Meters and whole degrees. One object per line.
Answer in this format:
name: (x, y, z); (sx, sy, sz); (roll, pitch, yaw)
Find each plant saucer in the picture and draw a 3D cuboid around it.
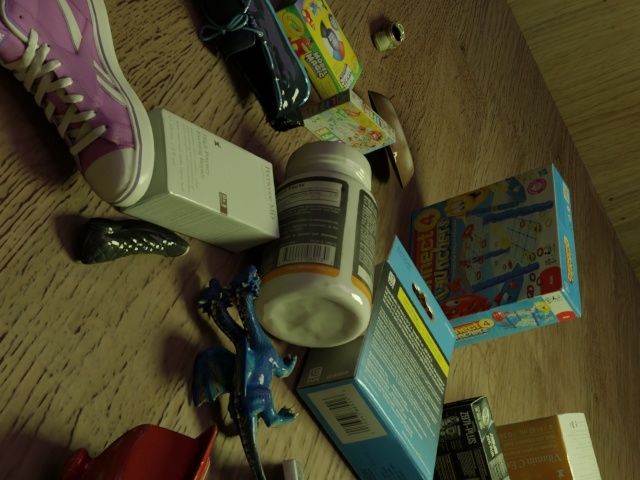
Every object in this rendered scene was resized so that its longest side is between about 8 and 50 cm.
plant saucer: (0.138, -0.195, 1.715); (0.198, 0.036, 0.198); (-19, 90, -88)

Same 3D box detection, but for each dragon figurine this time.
dragon figurine: (-0.099, 0.171, 1.106); (0.144, 0.085, 0.289); (45, 37, -40)

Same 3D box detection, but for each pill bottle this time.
pill bottle: (0.000, 0.000, 1.302); (0.162, 0.162, 0.278); (47, 37, -38)

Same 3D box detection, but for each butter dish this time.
butter dish: (-0.192, 0.241, 0.868); (0.118, 0.160, 0.160); (36, 38, -12)

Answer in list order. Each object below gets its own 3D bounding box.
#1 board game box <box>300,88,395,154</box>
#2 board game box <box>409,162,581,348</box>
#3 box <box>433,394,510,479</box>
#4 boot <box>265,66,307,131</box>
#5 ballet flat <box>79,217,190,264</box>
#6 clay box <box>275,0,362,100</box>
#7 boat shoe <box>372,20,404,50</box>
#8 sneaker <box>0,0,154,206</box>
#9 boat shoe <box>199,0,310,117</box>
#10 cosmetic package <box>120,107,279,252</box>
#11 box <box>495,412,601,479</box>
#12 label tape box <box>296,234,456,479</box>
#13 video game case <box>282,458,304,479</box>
board game box: (0.048, -0.197, 1.567); (0.154, 0.103, 0.026); (33, 46, -49)
board game box: (0.316, 0.035, 1.695); (0.086, 0.302, 0.308); (47, 36, -37)
box: (0.219, 0.360, 1.490); (0.077, 0.147, 0.180); (-3, 76, -61)
boot: (-0.050, -0.230, 1.477); (0.121, 0.045, 0.099); (-18, 87, -55)
ballet flat: (-0.216, 0.004, 1.055); (0.173, 0.057, 0.049); (6, 109, -58)
clay box: (0.006, -0.343, 1.636); (0.222, 0.053, 0.127); (57, 32, -24)
boat shoe: (0.159, -0.448, 1.974); (0.153, 0.048, 0.056); (-38, 107, -60)
sneaker: (-0.288, -0.164, 0.972); (0.161, 0.102, 0.282); (-2, 65, -57)
boat shoe: (-0.106, -0.300, 1.345); (0.258, 0.109, 0.089); (51, 50, -14)
cosmetic package: (-0.152, -0.070, 1.161); (0.231, 0.086, 0.117); (20, 57, -54)
box: (0.398, 0.504, 1.651); (0.168, 0.215, 0.345); (15, 60, -57)
label tape box: (0.101, 0.190, 1.427); (0.240, 0.106, 0.333); (57, 30, -25)
video game case: (-0.023, 0.355, 1.131); (0.143, 0.019, 0.157); (83, -3, -74)
